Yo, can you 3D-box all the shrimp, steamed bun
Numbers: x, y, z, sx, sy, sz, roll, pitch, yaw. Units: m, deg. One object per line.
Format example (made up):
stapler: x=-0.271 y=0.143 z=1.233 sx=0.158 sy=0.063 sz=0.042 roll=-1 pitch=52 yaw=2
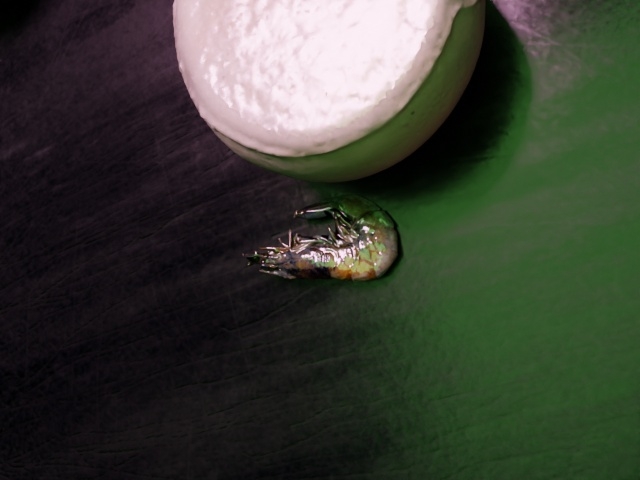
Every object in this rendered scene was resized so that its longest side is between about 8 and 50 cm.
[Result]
shrimp: x=0.000 y=0.000 z=0.734 sx=0.160 sy=0.034 sz=0.091 roll=-4 pitch=75 yaw=16
steamed bun: x=0.013 y=-0.189 z=0.653 sx=0.282 sy=0.177 sz=0.283 roll=-2 pitch=84 yaw=23
